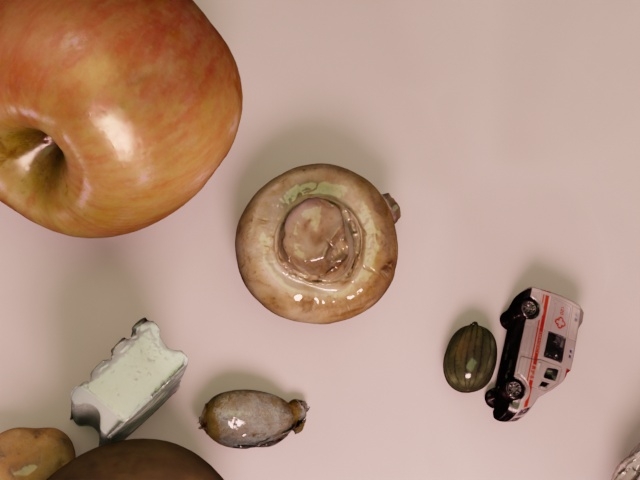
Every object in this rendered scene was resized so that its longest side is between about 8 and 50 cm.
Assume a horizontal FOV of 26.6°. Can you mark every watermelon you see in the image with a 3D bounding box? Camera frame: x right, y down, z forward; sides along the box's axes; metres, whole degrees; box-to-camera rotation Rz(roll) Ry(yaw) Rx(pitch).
[{"bbox_3d":[0.223,0.173,2.008,0.078,0.078,0.110,20,67,-2],"label":"watermelon"}]

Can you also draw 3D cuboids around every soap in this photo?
[{"bbox_3d":[-0.261,0.204,1.840,0.094,0.261,0.150,42,73,1],"label":"soap"}]

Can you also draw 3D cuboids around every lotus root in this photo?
[{"bbox_3d":[-0.094,0.257,1.943,0.165,0.088,0.088,3,73,-17],"label":"lotus root"}]

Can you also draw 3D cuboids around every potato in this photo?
[{"bbox_3d":[-0.411,0.313,1.872,0.147,0.112,0.112,-27,79,-19],"label":"potato"}]

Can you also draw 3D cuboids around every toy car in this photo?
[{"bbox_3d":[0.320,0.178,2.015,0.108,0.089,0.209,19,69,-10],"label":"toy car"}]

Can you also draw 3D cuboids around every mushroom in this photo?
[{"bbox_3d":[0.000,0.000,1.978,0.255,0.184,0.254,-2,69,6],"label":"mushroom"}]

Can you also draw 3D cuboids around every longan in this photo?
[{"bbox_3d":[-0.251,0.411,1.753,0.319,0.319,0.318,2,74,-7],"label":"longan"}]

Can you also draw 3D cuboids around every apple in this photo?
[{"bbox_3d":[-0.307,-0.200,1.897,0.391,0.391,0.346,33,53,3],"label":"apple"}]

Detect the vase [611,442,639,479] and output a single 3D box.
[{"bbox_3d":[0.493,0.421,1.885,0.250,0.250,0.445,39,69,5],"label":"vase"}]
